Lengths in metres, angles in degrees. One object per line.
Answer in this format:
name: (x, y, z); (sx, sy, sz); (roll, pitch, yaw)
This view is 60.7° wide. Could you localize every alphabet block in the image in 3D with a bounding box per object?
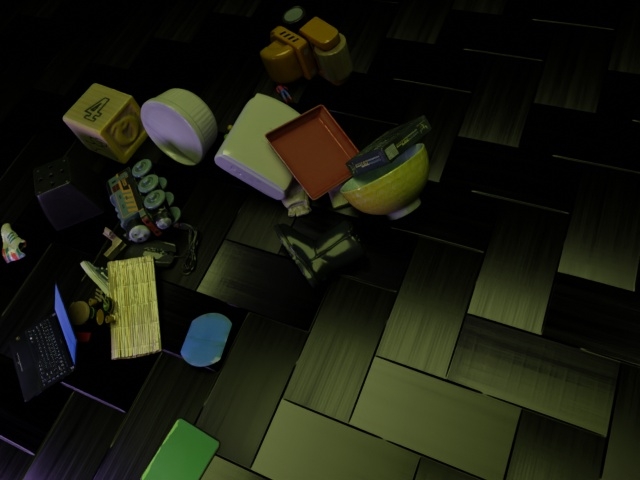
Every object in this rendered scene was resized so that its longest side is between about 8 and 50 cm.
alphabet block: (-0.780, -0.431, 2.020); (0.197, 0.192, 0.193); (23, 70, 21)

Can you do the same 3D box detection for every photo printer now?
photo printer: (-0.167, -0.320, 1.792); (0.256, 0.107, 0.308); (31, 64, -12)

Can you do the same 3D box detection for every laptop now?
laptop: (-0.838, 0.301, 1.642); (0.264, 0.136, 0.234); (-33, 59, -5)

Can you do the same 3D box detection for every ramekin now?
ramekin: (-0.482, -0.404, 1.910); (0.272, 0.273, 0.127); (22, 55, 22)

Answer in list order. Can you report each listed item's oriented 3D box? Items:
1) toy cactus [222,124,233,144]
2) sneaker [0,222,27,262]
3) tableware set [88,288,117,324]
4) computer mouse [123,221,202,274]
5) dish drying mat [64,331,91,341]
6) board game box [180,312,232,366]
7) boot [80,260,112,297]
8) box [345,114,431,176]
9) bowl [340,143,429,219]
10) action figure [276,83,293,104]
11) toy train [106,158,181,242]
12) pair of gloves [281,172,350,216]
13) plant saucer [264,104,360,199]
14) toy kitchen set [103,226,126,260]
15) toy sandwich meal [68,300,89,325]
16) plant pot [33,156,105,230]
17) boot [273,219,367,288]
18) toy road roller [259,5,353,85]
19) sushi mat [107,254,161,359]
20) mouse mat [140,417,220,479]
toy cactus: (-0.243, -0.404, 1.957); (0.219, 0.112, 0.180); (-14, 49, 13)
sneaker: (-1.071, 0.004, 1.917); (0.075, 0.057, 0.161); (-13, 56, -16)
tableware set: (-0.677, 0.214, 1.683); (0.154, 0.024, 0.104); (17, 99, 42)
computer mouse: (-0.521, 0.010, 1.792); (0.262, 0.060, 0.184); (5, 63, 14)
dish drying mat: (-0.758, 0.302, 1.705); (0.083, 0.008, 0.032); (-1, 62, 12)
board game box: (-0.331, 0.296, 1.610); (0.133, 0.033, 0.169); (3, 56, 19)
boot: (-0.689, 0.114, 1.770); (0.190, 0.069, 0.086); (41, 71, 18)
box: (0.214, -0.297, 1.723); (0.232, 0.059, 0.183); (-40, 16, -32)
bowl: (0.219, -0.156, 1.661); (0.289, 0.289, 0.156); (-32, 103, -7)
action figure: (-0.140, -0.560, 2.057); (0.038, 0.030, 0.115); (-32, 58, -1)
toy train: (-0.599, -0.132, 1.836); (0.190, 0.142, 0.334); (-33, 51, -1)
pair of gloves: (-0.019, -0.184, 1.811); (0.240, 0.042, 0.204); (-11, 59, 6)
plant saucer: (-0.016, -0.279, 1.753); (0.259, 0.048, 0.258); (-35, 86, -31)
toy kitchen set: (-0.715, 0.007, 1.828); (0.083, 0.068, 0.075); (30, 70, 25)
toy sandwich meal: (-0.763, 0.231, 1.731); (0.085, 0.029, 0.086); (-4, 74, 13)
plant pot: (-0.895, -0.180, 1.914); (0.188, 0.167, 0.187); (-22, 59, 0)
boot: (0.000, 0.000, 1.670); (0.207, 0.094, 0.246); (-35, 67, -5)
toy road roller: (-0.065, -0.673, 2.006); (0.240, 0.202, 0.329); (-44, 57, -9)
sushi mat: (-0.576, 0.202, 1.682); (0.151, 0.019, 0.317); (-11, 69, -3)
mouse mat: (-0.376, 0.591, 1.465); (0.152, 0.007, 0.190); (23, 69, 22)
